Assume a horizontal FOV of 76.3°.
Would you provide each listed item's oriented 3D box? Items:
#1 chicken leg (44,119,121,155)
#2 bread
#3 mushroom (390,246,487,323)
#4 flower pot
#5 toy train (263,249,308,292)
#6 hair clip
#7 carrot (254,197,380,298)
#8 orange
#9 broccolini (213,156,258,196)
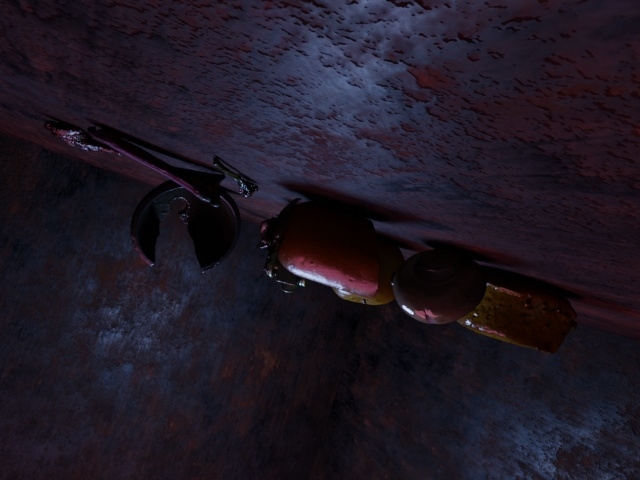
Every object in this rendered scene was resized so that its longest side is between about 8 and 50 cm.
[{"bbox_3d":[-0.694,-0.297,1.193,0.093,0.053,0.205,0,172,29],"label":"chicken leg"},{"bbox_3d":[0.587,0.217,1.279,0.358,0.204,0.337,21,172,-11],"label":"bread"},{"bbox_3d":[0.312,0.114,1.103,0.254,0.255,0.184,16,142,32],"label":"mushroom"},{"bbox_3d":[-0.504,-0.096,1.517,0.379,0.380,0.251,21,-163,-34],"label":"flower pot"},{"bbox_3d":[-0.076,0.027,1.318,0.158,0.272,0.188,15,-167,7],"label":"toy train"},{"bbox_3d":[-0.419,-0.201,1.070,0.358,0.110,0.096,24,135,-19],"label":"hair clip"},{"bbox_3d":[0.000,0.000,1.016,0.330,0.214,0.193,14,147,8],"label":"carrot"},{"bbox_3d":[0.160,0.097,1.396,0.278,0.235,0.279,7,165,2],"label":"orange"},{"bbox_3d":[-0.202,-0.154,0.987,0.042,0.044,0.218,33,175,13],"label":"broccolini"}]
